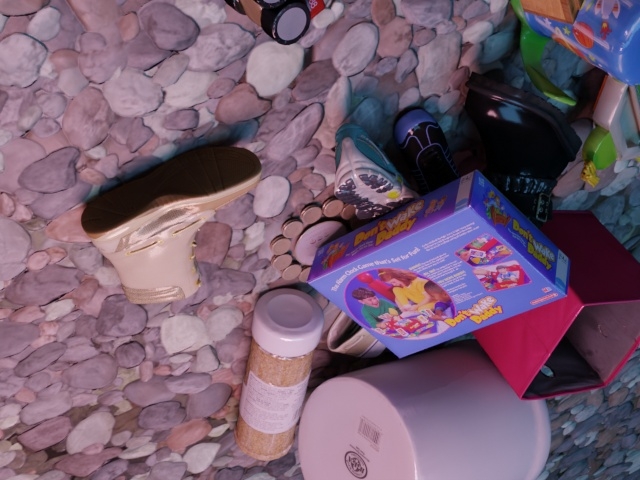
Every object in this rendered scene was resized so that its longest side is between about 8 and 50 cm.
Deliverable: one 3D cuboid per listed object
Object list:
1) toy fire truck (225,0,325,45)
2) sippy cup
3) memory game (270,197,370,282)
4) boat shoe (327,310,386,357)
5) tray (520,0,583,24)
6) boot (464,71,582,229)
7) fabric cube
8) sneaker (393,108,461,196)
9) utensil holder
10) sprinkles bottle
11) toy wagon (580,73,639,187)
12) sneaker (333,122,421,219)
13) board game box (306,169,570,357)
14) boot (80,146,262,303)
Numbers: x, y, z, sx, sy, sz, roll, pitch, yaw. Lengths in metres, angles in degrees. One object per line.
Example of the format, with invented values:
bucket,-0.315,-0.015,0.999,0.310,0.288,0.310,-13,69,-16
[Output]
toy fire truck,-0.005,-0.377,1.187,0.246,0.158,0.217,-40,142,-10
sippy cup,0.430,-0.348,1.448,0.240,0.224,0.305,-22,140,-15
memory game,0.000,0.000,1.687,0.186,0.012,0.186,-19,140,-18
boat shoe,0.109,0.111,1.808,0.094,0.109,0.302,0,134,-33
tray,0.331,-0.481,1.164,0.410,0.076,0.203,-67,158,-2
boot,0.294,-0.096,1.614,0.348,0.131,0.260,27,89,-51
fabric cube,0.454,0.119,1.936,0.254,0.258,0.259,-2,132,-35
sneaker,0.188,-0.116,1.631,0.081,0.090,0.232,-33,142,0
utensil holder,0.195,0.378,1.926,0.385,0.327,0.327,-7,136,-43
sprinkles bottle,-0.080,0.248,1.805,0.121,0.121,0.355,-12,137,-25
toy wagon,0.552,-0.240,1.722,0.344,0.068,0.267,-45,142,-4
sneaker,0.088,-0.103,1.563,0.107,0.110,0.275,-15,162,13
board game box,0.182,0.050,1.598,0.233,0.078,0.347,40,135,-25
boot,-0.192,-0.015,1.466,0.262,0.095,0.203,-25,141,-8
